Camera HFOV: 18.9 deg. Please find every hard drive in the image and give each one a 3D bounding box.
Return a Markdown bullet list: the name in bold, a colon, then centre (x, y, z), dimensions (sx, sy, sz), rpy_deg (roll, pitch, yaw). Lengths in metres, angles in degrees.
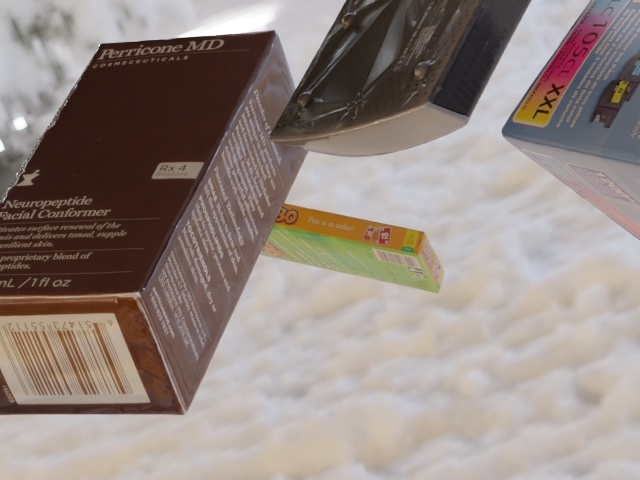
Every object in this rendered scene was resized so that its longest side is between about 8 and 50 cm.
- **hard drive**: centre (0.066, -0.144, 1.531), dimensions (0.254, 0.054, 0.172), rpy_deg (-7, 51, 61)

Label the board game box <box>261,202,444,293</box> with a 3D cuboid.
- **board game box**: centre (0.000, 0.000, 2.098), dimensions (0.259, 0.039, 0.124), rpy_deg (9, -18, 17)

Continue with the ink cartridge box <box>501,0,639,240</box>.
- **ink cartridge box**: centre (0.330, -0.039, 1.251), dimensions (0.151, 0.270, 0.395), rpy_deg (-58, 21, -5)

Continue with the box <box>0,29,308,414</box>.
- **box**: centre (-0.156, -0.023, 1.676), dimensions (0.191, 0.143, 0.381), rpy_deg (-3, 36, 21)
